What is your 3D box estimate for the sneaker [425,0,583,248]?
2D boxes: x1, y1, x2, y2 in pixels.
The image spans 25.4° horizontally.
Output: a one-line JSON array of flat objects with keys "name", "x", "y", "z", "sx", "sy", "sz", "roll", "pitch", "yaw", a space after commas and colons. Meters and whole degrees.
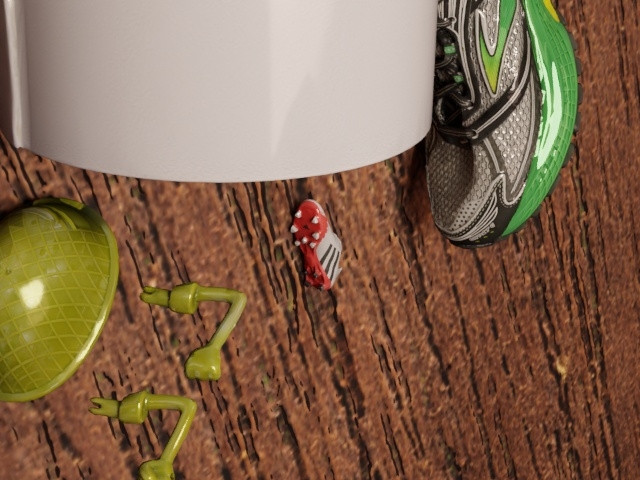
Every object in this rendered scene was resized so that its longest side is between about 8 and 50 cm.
[{"name": "sneaker", "x": 0.098, "y": -0.161, "z": 1.041, "sx": 0.146, "sy": 0.134, "sz": 0.344, "roll": -13, "pitch": 106, "yaw": -37}]

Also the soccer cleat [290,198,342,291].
[{"name": "soccer cleat", "x": 0.000, "y": 0.000, "z": 1.060, "sx": 0.035, "sy": 0.029, "sz": 0.083, "roll": -44, "pitch": 138, "yaw": -39}]

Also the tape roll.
[{"name": "tape roll", "x": -0.056, "y": -0.147, "z": 0.768, "sx": 0.246, "sy": 0.246, "sz": 0.169, "roll": -20, "pitch": 120, "yaw": -42}]

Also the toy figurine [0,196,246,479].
[{"name": "toy figurine", "x": -0.209, "y": 0.119, "z": 0.716, "sx": 0.362, "sy": 0.191, "sz": 0.217, "roll": -64, "pitch": 155, "yaw": -12}]
